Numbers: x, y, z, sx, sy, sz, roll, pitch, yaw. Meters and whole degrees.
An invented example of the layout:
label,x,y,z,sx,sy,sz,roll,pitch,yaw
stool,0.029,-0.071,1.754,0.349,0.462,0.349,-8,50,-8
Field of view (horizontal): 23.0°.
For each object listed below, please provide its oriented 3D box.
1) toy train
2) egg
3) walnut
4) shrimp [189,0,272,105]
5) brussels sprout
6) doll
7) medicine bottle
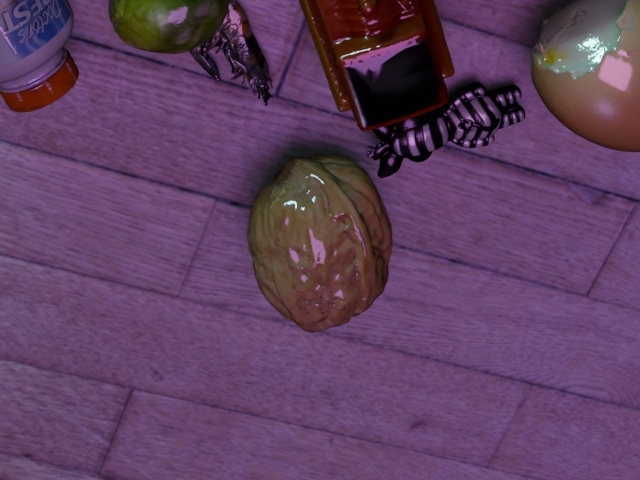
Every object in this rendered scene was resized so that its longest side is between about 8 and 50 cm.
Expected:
label,x,y,z,sx,sy,sz,roll,pitch,yaw
toy train,0.054,-0.286,1.870,0.163,0.232,0.369,-19,123,3
egg,0.385,-0.211,1.987,0.201,0.201,0.244,-42,121,18
walnut,0.000,0.000,2.076,0.198,0.198,0.245,-14,117,1
shrimp,-0.116,-0.238,1.999,0.091,0.034,0.161,-20,118,19
brussels sprout,-0.180,-0.285,1.891,0.155,0.155,0.117,-37,121,15
doll,0.161,-0.153,2.072,0.219,0.067,0.091,-18,121,-4
medicine bottle,-0.390,-0.292,1.843,0.157,0.157,0.289,-22,123,6
